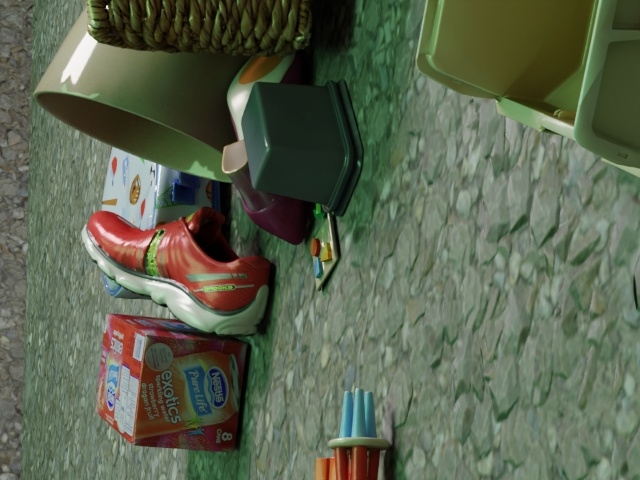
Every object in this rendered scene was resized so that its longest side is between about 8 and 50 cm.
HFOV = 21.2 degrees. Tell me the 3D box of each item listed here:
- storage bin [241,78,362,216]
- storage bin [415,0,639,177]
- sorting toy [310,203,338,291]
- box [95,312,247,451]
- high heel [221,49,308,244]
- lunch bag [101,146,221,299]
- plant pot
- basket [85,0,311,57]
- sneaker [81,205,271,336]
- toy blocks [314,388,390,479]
[{"bbox_3d":[-0.025,-0.092,1.651,0.135,0.091,0.098,-101,25,-46],"label":"storage bin"},{"bbox_3d":[0.170,-0.183,1.013,0.262,0.123,0.260,-139,58,-69],"label":"storage bin"},{"bbox_3d":[0.000,0.000,1.672,0.062,0.012,0.083,116,154,-47],"label":"sorting toy"},{"bbox_3d":[-0.178,0.162,1.996,0.257,0.123,0.128,-171,88,-73],"label":"box"},{"bbox_3d":[-0.038,-0.109,1.784,0.082,0.117,0.244,-22,36,22],"label":"high heel"},{"bbox_3d":[-0.192,-0.076,2.147,0.243,0.115,0.303,133,140,-56],"label":"lunch bag"},{"bbox_3d":[-0.152,-0.238,1.914,0.274,0.257,0.256,-70,16,-9],"label":"plant pot"},{"bbox_3d":[-0.129,-0.336,1.707,0.213,0.223,0.299,-158,70,-75],"label":"basket"},{"bbox_3d":[-0.153,0.013,1.920,0.279,0.107,0.118,26,101,37],"label":"sneaker"},{"bbox_3d":[0.020,0.207,1.466,0.123,0.054,0.148,145,129,-67],"label":"toy blocks"}]
